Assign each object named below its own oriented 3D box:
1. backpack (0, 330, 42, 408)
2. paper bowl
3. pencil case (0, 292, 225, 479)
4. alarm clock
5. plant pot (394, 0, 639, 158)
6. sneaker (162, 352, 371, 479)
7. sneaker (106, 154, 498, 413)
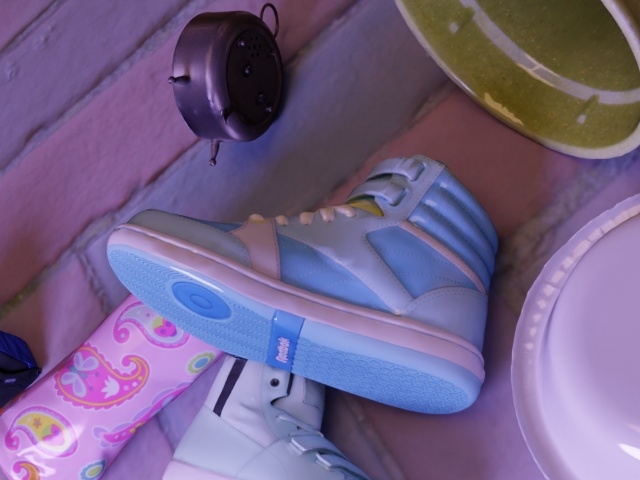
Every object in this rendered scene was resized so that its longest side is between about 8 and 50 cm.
[{"bbox_3d":[-0.366,0.119,1.133,0.098,0.120,0.101,-47,52,0],"label":"backpack"},{"bbox_3d":[0.272,0.084,0.778,0.284,0.148,0.284,-14,58,23],"label":"paper bowl"},{"bbox_3d":[-0.169,0.117,1.029,0.284,0.124,0.124,-43,52,2],"label":"pencil case"},{"bbox_3d":[-0.080,-0.176,1.131,0.064,0.129,0.192,1,45,28],"label":"alarm clock"},{"bbox_3d":[0.232,-0.254,0.930,0.276,0.276,0.254,32,71,37],"label":"plant pot"},{"bbox_3d":[-0.002,0.161,0.925,0.256,0.094,0.151,9,67,31],"label":"sneaker"},{"bbox_3d":[0.000,0.000,0.937,0.319,0.127,0.208,22,63,-4],"label":"sneaker"}]
